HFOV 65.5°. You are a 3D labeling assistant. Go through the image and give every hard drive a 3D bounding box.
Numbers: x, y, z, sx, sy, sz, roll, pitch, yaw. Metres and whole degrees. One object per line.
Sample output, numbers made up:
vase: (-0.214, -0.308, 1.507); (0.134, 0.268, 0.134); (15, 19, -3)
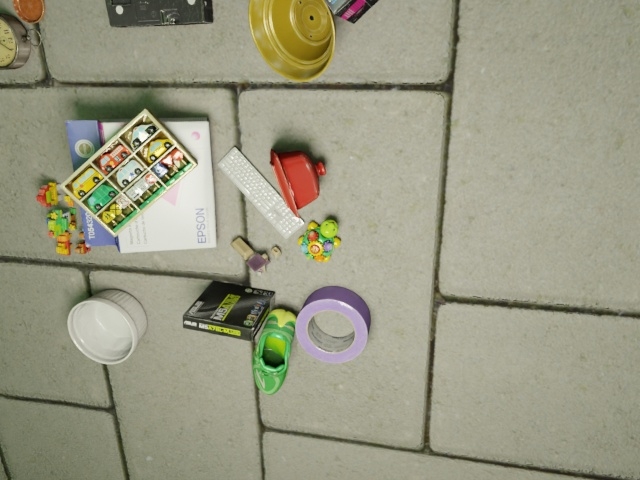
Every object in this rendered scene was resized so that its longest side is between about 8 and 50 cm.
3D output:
hard drive: (-0.363, -0.644, 1.069); (0.236, 0.064, 0.339); (2, 112, 12)

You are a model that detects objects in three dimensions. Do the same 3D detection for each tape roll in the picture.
tape roll: (0.034, 0.220, 1.303); (0.189, 0.080, 0.189); (4, 111, 10)

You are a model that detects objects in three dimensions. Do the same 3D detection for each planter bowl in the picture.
planter bowl: (-0.039, -0.453, 1.038); (0.217, 0.090, 0.217); (23, 137, 23)

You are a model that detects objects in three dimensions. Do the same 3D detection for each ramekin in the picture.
ramekin: (-0.602, 0.241, 1.435); (0.207, 0.109, 0.207); (4, 112, 11)

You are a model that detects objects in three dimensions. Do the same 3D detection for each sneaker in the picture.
sneaker: (-0.138, 0.319, 1.346); (0.109, 0.123, 0.296); (15, 123, 4)

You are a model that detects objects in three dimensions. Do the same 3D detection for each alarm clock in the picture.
alarm clock: (-0.761, -0.487, 1.216); (0.192, 0.064, 0.129); (0, 110, 15)

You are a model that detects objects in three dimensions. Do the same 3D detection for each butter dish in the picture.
butter dish: (-0.044, -0.149, 1.158); (0.118, 0.160, 0.160); (-22, 107, -5)

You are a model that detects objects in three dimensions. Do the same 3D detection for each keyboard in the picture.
keyboard: (-0.149, -0.117, 1.250); (0.072, 0.014, 0.256); (-39, 98, 22)

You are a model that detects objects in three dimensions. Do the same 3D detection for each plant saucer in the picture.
plant saucer: (-0.701, -0.568, 1.199); (0.083, 0.013, 0.083); (4, 111, 11)

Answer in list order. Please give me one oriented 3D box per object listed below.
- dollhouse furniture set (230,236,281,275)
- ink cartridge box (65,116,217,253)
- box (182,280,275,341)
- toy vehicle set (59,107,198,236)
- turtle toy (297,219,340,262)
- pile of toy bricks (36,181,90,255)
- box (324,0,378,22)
dollhouse furniture set: (-0.173, 0.035, 1.317); (0.114, 0.091, 0.081); (43, 158, 18)
ink cartridge box: (-0.427, -0.130, 1.214); (0.330, 0.071, 0.324); (-5, 112, -12)
box: (-0.230, 0.177, 1.285); (0.184, 0.191, 0.045); (11, 115, 9)
toy vehicle set: (-0.437, -0.153, 1.147); (0.267, 0.035, 0.166); (-40, 113, 6)
turtle toy: (0.000, 0.000, 1.233); (0.095, 0.066, 0.130); (34, 114, -2)
pile of toy bricks: (-0.702, -0.043, 1.350); (0.118, 0.105, 0.212); (9, 112, 9)
box: (0.063, -0.521, 0.921); (0.163, 0.247, 0.142); (-36, 99, 21)
